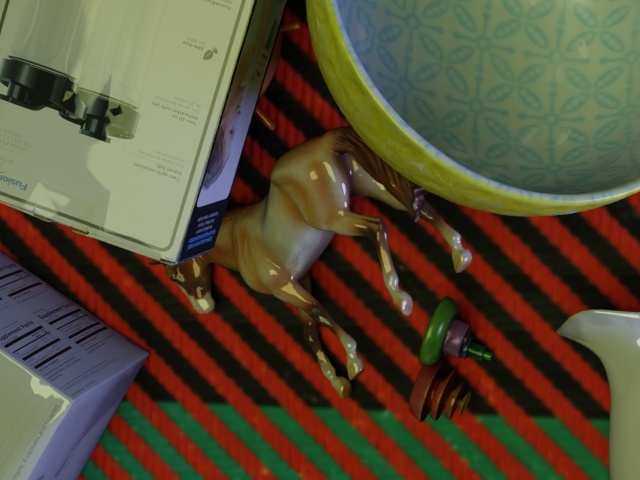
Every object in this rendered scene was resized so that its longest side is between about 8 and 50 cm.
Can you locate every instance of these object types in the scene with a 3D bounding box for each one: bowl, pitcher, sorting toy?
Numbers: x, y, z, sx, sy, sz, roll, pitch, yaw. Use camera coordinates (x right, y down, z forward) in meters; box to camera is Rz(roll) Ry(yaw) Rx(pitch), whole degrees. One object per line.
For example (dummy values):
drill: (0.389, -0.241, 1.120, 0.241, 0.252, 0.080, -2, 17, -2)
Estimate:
bowl: (0.108, -0.137, 1.304, 0.289, 0.289, 0.156, 54, 153, 3)
pitcher: (0.273, 0.127, 1.339, 0.178, 0.125, 0.207, -19, 82, 5)
sorting toy: (0.095, 0.086, 1.413, 0.042, 0.061, 0.102, 21, 128, 13)

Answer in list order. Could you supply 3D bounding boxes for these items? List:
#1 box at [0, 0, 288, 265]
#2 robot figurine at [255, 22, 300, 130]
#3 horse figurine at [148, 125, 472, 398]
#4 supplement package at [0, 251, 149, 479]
box: (-0.117, -0.147, 1.295, 0.169, 0.087, 0.290, 18, 100, 11)
robot figurine: (-0.120, -0.156, 1.405, 0.219, 0.128, 0.158, 24, 80, 12)
horse figurine: (0.000, 0.000, 1.400, 0.174, 0.066, 0.263, 51, 136, 12)
supplement package: (-0.278, 0.120, 1.493, 0.203, 0.149, 0.194, 34, 108, 9)
